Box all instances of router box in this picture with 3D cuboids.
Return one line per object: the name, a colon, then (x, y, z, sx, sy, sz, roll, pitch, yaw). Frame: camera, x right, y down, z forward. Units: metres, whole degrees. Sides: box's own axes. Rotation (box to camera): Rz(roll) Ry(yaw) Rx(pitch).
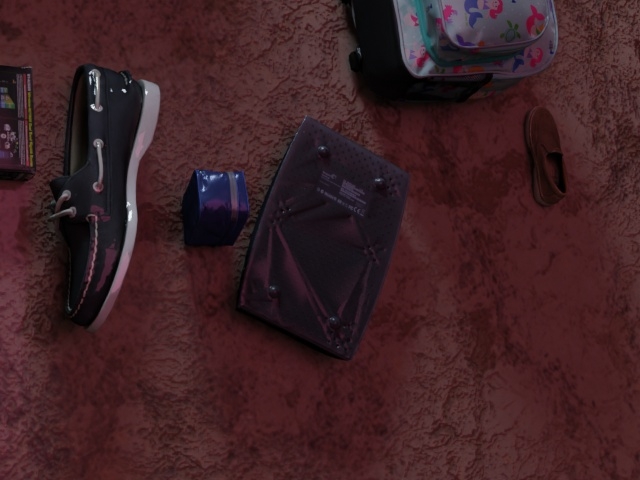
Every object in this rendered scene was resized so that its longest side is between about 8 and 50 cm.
router box: (-0.352, -0.126, 1.511, 0.092, 0.038, 0.122, 3, 76, -28)

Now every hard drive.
hard drive: (0.000, 0.000, 1.666, 0.172, 0.054, 0.254, 28, 64, -20)

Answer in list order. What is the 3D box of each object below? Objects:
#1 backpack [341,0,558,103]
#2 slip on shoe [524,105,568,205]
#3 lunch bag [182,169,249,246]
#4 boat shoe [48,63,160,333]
backpack: (0.180, -0.291, 1.780, 0.254, 0.191, 0.225, -1, 76, -35)
slip on shoe: (0.301, -0.115, 1.876, 0.051, 0.041, 0.135, 8, 73, -27)
lunch bag: (-0.114, -0.033, 1.588, 0.065, 0.098, 0.067, 1, 65, -17)
boat shoe: (-0.245, -0.049, 1.515, 0.091, 0.114, 0.302, 19, 56, -25)
